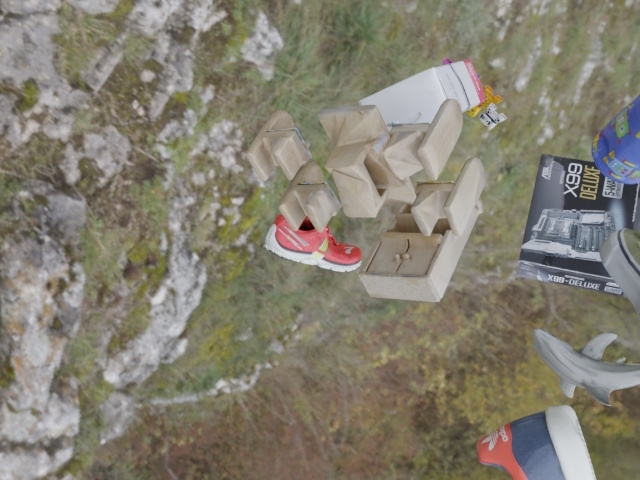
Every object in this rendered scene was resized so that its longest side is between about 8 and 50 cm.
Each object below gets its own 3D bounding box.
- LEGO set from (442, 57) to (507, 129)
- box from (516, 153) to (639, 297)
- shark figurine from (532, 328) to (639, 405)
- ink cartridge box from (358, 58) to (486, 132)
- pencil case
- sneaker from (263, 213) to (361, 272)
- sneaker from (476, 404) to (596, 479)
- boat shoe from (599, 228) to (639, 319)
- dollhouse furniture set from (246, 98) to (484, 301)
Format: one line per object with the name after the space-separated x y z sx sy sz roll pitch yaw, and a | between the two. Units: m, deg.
0.405 -0.382 2.199 0.087 0.227 0.093 -27 161 -47 | LEGO set
0.593 -0.040 1.855 0.076 0.242 0.307 77 29 -57 | box
0.503 0.229 1.378 0.116 0.278 0.166 -73 158 -60 | shark figurine
0.207 -0.277 1.626 0.237 0.172 0.100 -30 98 -60 | ink cartridge box
0.592 -0.219 1.424 0.119 0.133 0.306 2 155 -10 | pencil case
0.000 0.000 1.918 0.279 0.107 0.118 12 101 -40 | sneaker
0.297 0.379 1.042 0.148 0.131 0.350 -18 99 15 | sneaker
0.381 0.047 0.865 0.109 0.302 0.094 40 109 -9 | boat shoe
0.137 -0.112 1.528 0.256 0.362 0.394 -60 136 -34 | dollhouse furniture set
